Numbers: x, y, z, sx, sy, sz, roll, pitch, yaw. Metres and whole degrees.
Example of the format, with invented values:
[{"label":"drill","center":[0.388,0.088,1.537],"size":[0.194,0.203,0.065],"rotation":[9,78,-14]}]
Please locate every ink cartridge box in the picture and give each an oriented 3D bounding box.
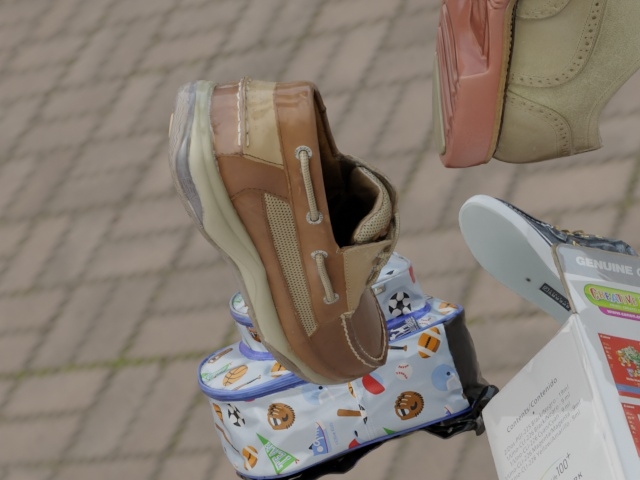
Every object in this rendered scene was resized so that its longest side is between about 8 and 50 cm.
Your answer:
[{"label":"ink cartridge box","center":[0.287,0.162,1.415],"size":[0.130,0.309,0.272],"rotation":[-53,36,40]}]

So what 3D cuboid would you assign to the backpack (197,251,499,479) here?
[{"label":"backpack","center":[0.010,0.130,1.993],"size":[0.263,0.213,0.276],"rotation":[-28,7,-10]}]

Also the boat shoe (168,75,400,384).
[{"label":"boat shoe","center":[0.000,0.000,1.413],"size":[0.116,0.324,0.123],"rotation":[-13,55,15]}]

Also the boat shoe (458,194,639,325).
[{"label":"boat shoe","center":[0.204,0.013,1.704],"size":[0.083,0.183,0.065],"rotation":[-50,2,-41]}]

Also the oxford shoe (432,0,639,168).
[{"label":"oxford shoe","center":[0.175,-0.201,1.387],"size":[0.146,0.397,0.140],"rotation":[2,56,-7]}]
